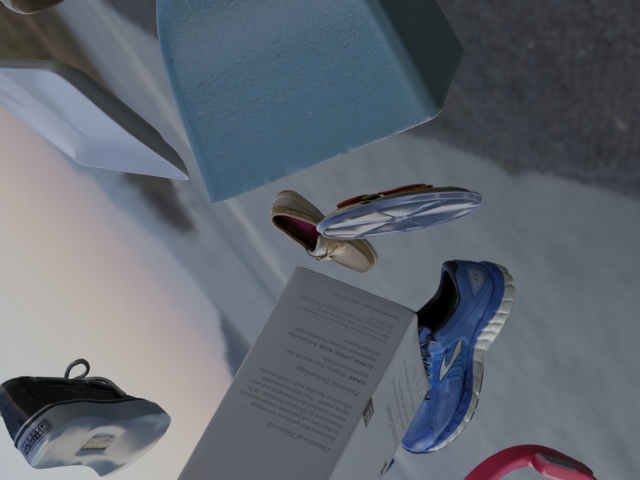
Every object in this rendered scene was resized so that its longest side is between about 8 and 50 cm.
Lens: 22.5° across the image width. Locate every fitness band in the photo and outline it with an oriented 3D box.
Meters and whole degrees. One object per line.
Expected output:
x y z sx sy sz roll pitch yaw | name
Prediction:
0.288 0.391 2.279 0.291 0.209 0.054 26 -166 -44 | fitness band

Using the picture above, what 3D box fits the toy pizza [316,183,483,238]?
0.093 -0.040 1.910 0.201 0.201 0.032 78 -178 -80 | toy pizza

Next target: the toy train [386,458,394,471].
0.021 0.301 2.154 0.080 0.184 0.105 -11 108 40 | toy train

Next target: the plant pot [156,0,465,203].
-0.027 -0.224 1.597 0.252 0.247 0.248 65 -161 -15 | plant pot

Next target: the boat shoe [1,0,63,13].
-0.301 -0.375 1.833 0.110 0.341 0.121 20 134 8 | boat shoe

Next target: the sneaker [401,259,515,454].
0.183 0.179 2.566 0.147 0.330 0.130 17 -177 -27 | sneaker

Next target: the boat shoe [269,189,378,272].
0.000 0.000 2.242 0.170 0.063 0.059 33 -139 -3 | boat shoe

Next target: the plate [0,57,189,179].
-0.347 -0.183 2.276 0.277 0.045 0.278 11 158 47 | plate

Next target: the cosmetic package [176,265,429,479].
-0.034 0.250 1.750 0.156 0.385 0.217 20 157 18 | cosmetic package

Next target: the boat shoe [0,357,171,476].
-0.277 0.203 1.857 0.105 0.113 0.306 46 -167 19 | boat shoe
